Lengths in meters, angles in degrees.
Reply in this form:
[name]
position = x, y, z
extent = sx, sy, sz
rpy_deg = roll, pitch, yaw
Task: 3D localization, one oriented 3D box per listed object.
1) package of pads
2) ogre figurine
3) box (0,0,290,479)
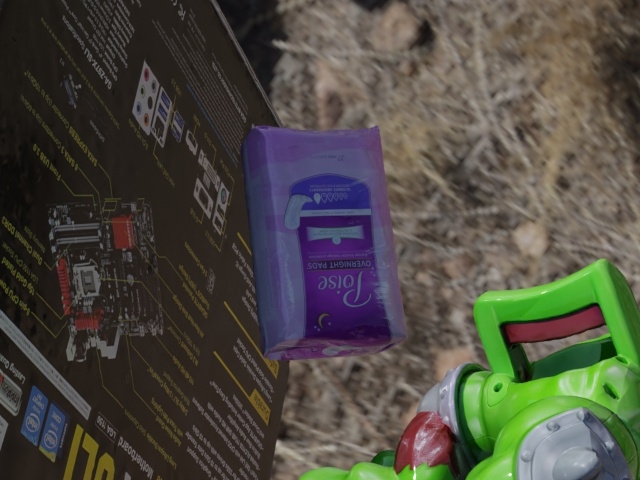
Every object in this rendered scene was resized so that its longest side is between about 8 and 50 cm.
[package of pads]
position = 0.000, 0.000, 0.638
extent = 0.050, 0.032, 0.083
rpy_deg = -2, 76, -20
[ogre figurine]
position = 0.057, 0.067, 0.534
extent = 0.118, 0.197, 0.097
rpy_deg = -31, 69, 31
[box]
position = -0.094, 0.016, 0.690
extent = 0.079, 0.322, 0.257
rpy_deg = 2, 63, 19
